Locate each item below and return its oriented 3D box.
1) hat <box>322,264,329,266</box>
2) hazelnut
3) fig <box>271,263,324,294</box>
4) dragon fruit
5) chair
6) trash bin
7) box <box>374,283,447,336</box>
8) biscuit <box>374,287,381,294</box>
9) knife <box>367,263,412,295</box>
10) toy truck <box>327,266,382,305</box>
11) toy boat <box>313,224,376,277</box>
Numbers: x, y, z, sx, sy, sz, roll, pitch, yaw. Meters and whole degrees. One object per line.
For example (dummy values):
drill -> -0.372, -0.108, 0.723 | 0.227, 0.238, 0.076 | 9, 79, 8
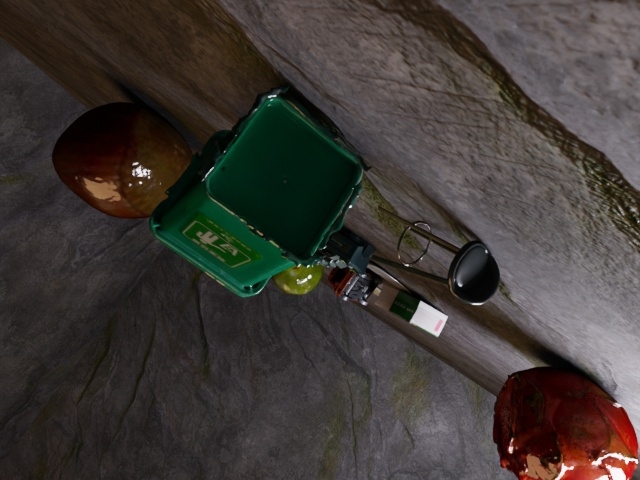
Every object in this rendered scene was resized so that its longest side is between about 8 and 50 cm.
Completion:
hat -> -0.012, 0.003, 1.586 | 0.138, 0.078, 0.191 | 25, -165, -46
hazelnut -> -0.612, -0.242, 1.578 | 0.421, 0.352, 0.421 | -6, -172, 1
fig -> -0.114, 0.104, 2.126 | 0.233, 0.233, 0.314 | 39, 176, -24
dragon fruit -> 0.538, 0.437, 1.132 | 0.302, 0.295, 0.295 | 30, 171, 16
chair -> 0.181, 0.016, 0.817 | 0.221, 0.104, 0.095 | 31, 155, 43
trash bin -> -0.099, -0.080, 0.854 | 0.259, 0.295, 0.381 | 38, 162, -16
box -> 0.285, 0.220, 1.599 | 0.135, 0.081, 0.199 | 31, 178, -29
biscuit -> 0.216, 0.198, 2.025 | 0.152, 0.020, 0.152 | 34, 172, 6
knife -> 0.160, 0.080, 1.540 | 0.336, 0.043, 0.081 | 31, 169, -12
toy truck -> 0.107, 0.134, 1.646 | 0.114, 0.107, 0.253 | 39, -174, 27
toy boat -> -0.001, 0.003, 1.379 | 0.296, 0.122, 0.114 | 30, 171, 33
